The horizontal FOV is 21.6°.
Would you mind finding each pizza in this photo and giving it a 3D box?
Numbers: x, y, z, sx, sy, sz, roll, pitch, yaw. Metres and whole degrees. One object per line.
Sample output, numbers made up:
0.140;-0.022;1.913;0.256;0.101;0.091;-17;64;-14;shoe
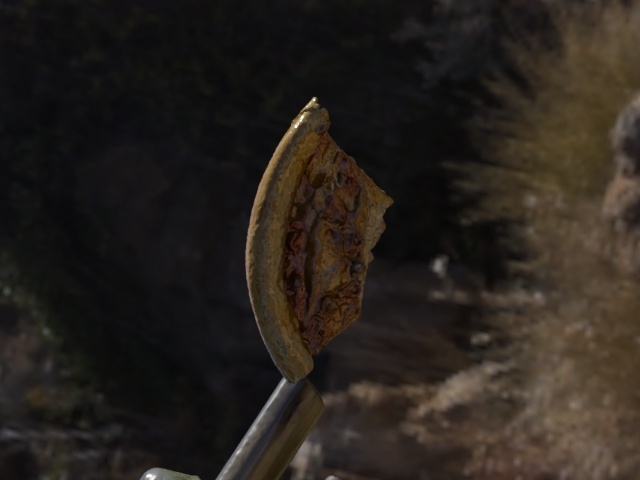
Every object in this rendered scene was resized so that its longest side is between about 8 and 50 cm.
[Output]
-0.006;0.003;1.613;0.056;0.134;0.271;174;111;-77;pizza

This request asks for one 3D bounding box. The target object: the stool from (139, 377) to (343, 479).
-0.004;0.336;1.773;0.226;0.310;0.310;-41;-38;-18;stool
